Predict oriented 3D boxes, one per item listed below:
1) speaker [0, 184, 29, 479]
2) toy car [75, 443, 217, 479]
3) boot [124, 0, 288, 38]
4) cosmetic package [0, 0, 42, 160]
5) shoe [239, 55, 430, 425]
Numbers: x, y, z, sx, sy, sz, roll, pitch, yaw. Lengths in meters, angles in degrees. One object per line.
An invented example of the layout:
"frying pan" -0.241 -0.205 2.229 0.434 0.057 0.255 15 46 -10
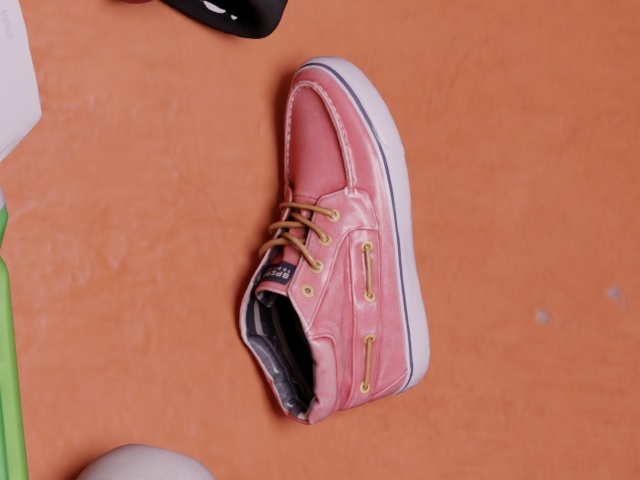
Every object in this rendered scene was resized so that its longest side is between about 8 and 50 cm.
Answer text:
"speaker" -0.173 0.105 0.674 0.131 0.131 0.297 -4 87 -38
"toy car" -0.041 0.180 0.761 0.182 0.136 0.159 24 70 -33
"boot" -0.080 -0.215 0.815 0.244 0.088 0.176 43 62 -29
"cosmetic package" -0.226 -0.080 0.603 0.117 0.231 0.085 -49 156 -30
"shoe" 0.000 0.000 0.860 0.081 0.063 0.178 -19 100 -42
